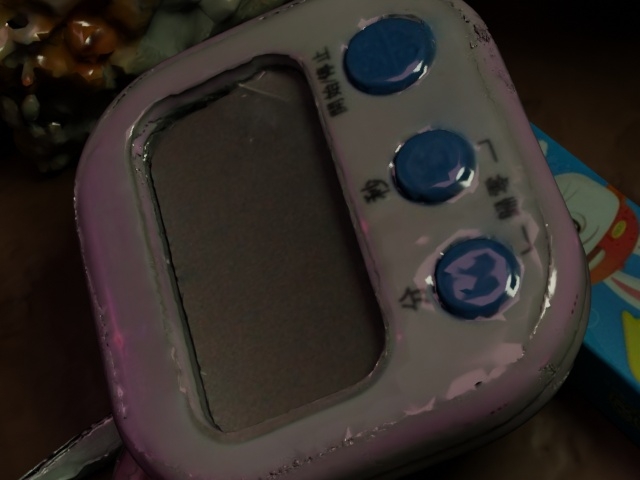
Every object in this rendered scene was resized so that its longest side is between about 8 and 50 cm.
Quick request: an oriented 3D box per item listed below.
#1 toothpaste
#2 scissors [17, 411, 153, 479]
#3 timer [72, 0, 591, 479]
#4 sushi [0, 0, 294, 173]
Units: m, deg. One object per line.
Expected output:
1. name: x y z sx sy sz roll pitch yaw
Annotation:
1. toothpaste: 0.119 0.023 0.564 0.065 0.050 0.267 -37 56 -14
2. scissors: -0.061 0.062 0.592 0.133 0.020 0.187 27 62 30
3. timer: 0.000 0.000 0.549 0.191 0.069 0.208 -22 60 10
4. sushi: -0.105 -0.233 0.714 0.417 0.176 0.417 -4 55 5
